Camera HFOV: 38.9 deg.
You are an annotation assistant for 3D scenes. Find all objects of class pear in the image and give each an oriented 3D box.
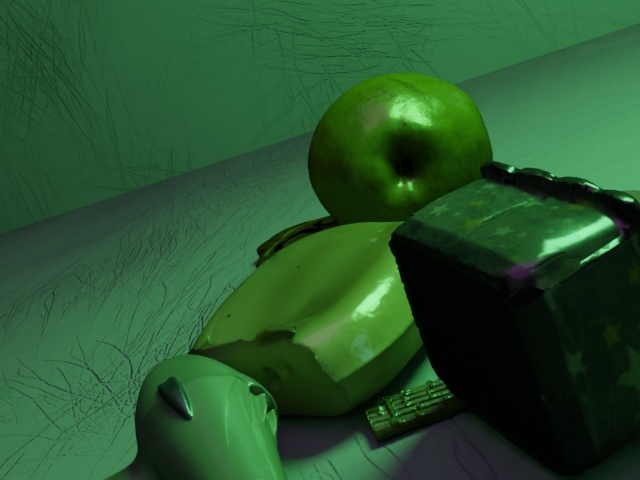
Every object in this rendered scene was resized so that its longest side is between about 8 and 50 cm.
[{"bbox_3d":[0.108,-0.107,1.249,0.252,0.253,0.307,-21,2,-2],"label":"pear"}]

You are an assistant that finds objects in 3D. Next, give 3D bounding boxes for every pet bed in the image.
[{"bbox_3d":[0.174,0.040,0.681,0.159,0.183,0.211,-27,19,-13],"label":"pet bed"}]

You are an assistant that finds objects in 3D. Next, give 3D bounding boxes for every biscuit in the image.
[{"bbox_3d":[0.000,0.000,1.424,0.208,0.041,0.290,-30,16,-30],"label":"biscuit"}]

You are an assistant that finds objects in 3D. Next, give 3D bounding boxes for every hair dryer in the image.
[{"bbox_3d":[-0.120,0.219,0.689,0.296,0.119,0.298,4,43,52],"label":"hair dryer"}]

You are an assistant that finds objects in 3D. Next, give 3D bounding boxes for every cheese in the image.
[{"bbox_3d":[0.021,0.069,0.959,0.259,0.128,0.316,-6,26,38],"label":"cheese"}]

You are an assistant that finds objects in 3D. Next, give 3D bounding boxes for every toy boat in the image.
[{"bbox_3d":[0.096,0.139,0.790,0.115,0.016,0.063,-21,14,-2],"label":"toy boat"}]

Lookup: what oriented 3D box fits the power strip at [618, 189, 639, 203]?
[{"bbox_3d":[0.271,0.010,0.900,0.154,0.078,0.154,-20,10,4],"label":"power strip"}]
